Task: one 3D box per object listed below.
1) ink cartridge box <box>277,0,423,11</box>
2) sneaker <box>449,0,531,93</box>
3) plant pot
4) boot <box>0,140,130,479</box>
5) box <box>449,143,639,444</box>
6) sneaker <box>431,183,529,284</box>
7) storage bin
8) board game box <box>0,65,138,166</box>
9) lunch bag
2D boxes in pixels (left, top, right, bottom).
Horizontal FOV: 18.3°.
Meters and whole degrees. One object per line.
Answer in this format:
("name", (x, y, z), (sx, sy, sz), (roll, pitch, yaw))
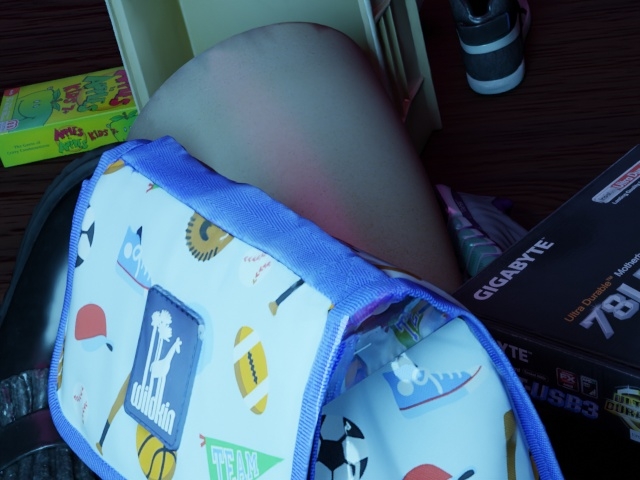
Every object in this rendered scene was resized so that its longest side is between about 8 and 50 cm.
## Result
("ink cartridge box", (-0.049, -0.299, 2.087), (0.278, 0.201, 0.117), (24, 91, 43))
("sneaker", (0.170, -0.254, 2.019), (0.079, 0.121, 0.217), (-11, 35, 6))
("plant pot", (0.000, 0.000, 1.660), (0.256, 0.256, 0.274), (-26, 51, -13))
("boot", (-0.191, 0.118, 1.534), (0.131, 0.348, 0.260), (22, 24, -20))
("box", (0.288, 0.045, 1.482), (0.293, 0.073, 0.295), (21, 40, 36))
("sneaker", (0.160, 0.029, 1.673), (0.098, 0.083, 0.224), (0, 41, -21))
("storage bin", (-0.042, -0.180, 1.887), (0.262, 0.260, 0.123), (1, 34, 24))
("board game box", (-0.248, -0.136, 2.096), (0.181, 0.043, 0.092), (-11, 35, 8))
("lunch bag", (-0.009, 0.138, 1.300), (0.239, 0.385, 0.328), (-31, 34, -21))
